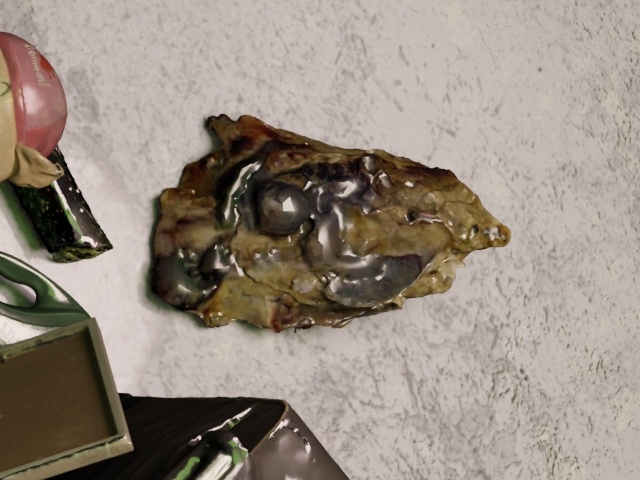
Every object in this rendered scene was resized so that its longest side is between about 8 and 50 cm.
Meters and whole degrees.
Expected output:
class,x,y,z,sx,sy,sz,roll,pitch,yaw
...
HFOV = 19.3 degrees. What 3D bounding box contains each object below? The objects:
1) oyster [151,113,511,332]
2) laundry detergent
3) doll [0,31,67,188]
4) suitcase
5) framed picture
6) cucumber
class,x,y,z,sx,sy,sz,roll,pitch,yaw
oyster,0.010,0.005,1.907,0.361,0.096,0.221,14,90,-5
laundry detergent,-0.321,0.073,1.768,0.221,0.078,0.144,40,70,-17
doll,-0.360,-0.115,1.703,0.256,0.152,0.196,-20,94,-16
suitcase,-0.154,0.272,1.629,0.283,0.434,0.194,-46,107,-26
framed picture,-0.318,0.165,1.633,0.289,0.211,0.020,-17,119,-7
cucumber,-0.281,-0.088,1.820,0.067,0.067,0.245,-30,96,-29
